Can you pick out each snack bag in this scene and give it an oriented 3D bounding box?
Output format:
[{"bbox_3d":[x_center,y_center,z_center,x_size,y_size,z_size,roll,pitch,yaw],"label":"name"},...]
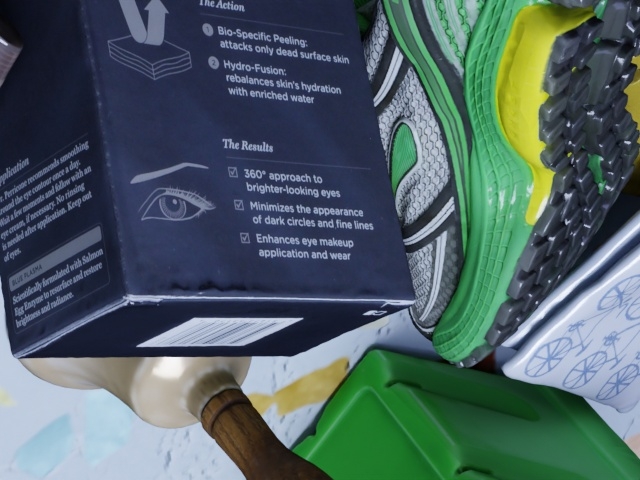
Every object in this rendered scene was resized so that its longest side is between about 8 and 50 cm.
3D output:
[{"bbox_3d":[0.291,-0.005,1.135,0.323,0.037,0.342,-43,153,15],"label":"snack bag"}]

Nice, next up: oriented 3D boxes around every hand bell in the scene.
[{"bbox_3d":[-0.039,0.086,0.862,0.126,0.242,0.126,-22,134,-25],"label":"hand bell"}]

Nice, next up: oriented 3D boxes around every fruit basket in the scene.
[{"bbox_3d":[0.108,0.294,1.120,0.392,0.283,0.392,-11,120,-19],"label":"fruit basket"}]

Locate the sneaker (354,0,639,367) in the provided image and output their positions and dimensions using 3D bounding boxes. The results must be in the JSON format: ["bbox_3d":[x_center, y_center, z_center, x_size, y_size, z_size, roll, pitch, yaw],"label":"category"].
[{"bbox_3d":[0.079,-0.068,0.933,0.134,0.146,0.344,-45,155,-31],"label":"sneaker"}]

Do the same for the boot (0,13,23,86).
[{"bbox_3d":[-0.183,-0.086,0.752,0.087,0.042,0.118,-35,110,22],"label":"boot"}]

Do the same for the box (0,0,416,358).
[{"bbox_3d":[-0.057,-0.034,0.799,0.156,0.158,0.093,3,160,-41],"label":"box"}]

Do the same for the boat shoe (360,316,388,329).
[{"bbox_3d":[0.000,0.000,0.978,0.137,0.049,0.043,43,49,-47],"label":"boat shoe"}]

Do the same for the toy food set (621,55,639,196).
[{"bbox_3d":[0.208,-0.090,1.060,0.218,0.071,0.128,12,130,-45],"label":"toy food set"}]
